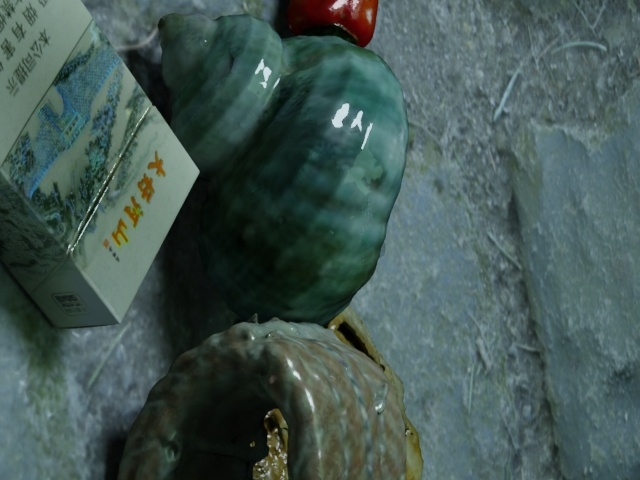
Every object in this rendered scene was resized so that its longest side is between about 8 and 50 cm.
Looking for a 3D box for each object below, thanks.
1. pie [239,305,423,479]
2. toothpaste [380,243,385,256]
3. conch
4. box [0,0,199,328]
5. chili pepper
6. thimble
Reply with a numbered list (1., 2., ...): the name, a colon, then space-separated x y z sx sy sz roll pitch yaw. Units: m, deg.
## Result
1. pie: 0.003 0.175 1.727 0.274 0.055 0.274 21 63 -49
2. toothpaste: 0.000 0.000 1.760 0.234 0.057 0.089 -32 110 -62
3. conch: -0.033 -0.076 1.595 0.277 0.220 0.195 53 0 -10
4. box: -0.204 -0.080 1.445 0.256 0.069 0.164 56 42 -34
5. chili pepper: -0.016 -0.300 1.768 0.137 0.092 0.368 -12 87 -37
6. thimble: -0.044 0.183 1.514 0.148 0.196 0.229 6 115 -59
